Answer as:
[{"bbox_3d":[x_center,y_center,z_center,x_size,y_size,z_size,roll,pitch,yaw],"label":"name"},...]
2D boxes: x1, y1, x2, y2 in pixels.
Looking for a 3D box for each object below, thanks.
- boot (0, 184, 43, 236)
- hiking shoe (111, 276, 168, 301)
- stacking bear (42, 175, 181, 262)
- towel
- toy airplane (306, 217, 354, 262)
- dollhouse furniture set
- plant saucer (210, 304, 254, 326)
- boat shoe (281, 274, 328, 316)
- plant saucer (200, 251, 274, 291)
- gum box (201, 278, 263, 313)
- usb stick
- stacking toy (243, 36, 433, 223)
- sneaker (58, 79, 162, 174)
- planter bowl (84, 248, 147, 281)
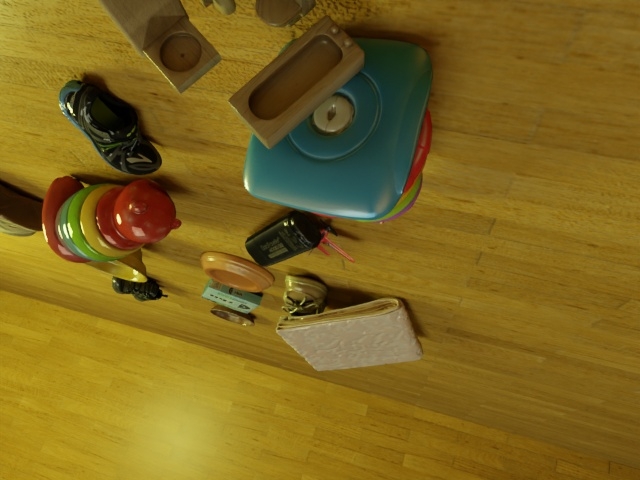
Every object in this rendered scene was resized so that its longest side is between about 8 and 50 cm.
[{"bbox_3d":[-0.817,-0.089,1.324,0.261,0.095,0.203,28,159,-32],"label":"boot"},{"bbox_3d":[-0.604,0.149,1.792,0.114,0.086,0.227,-2,161,13],"label":"hiking shoe"},{"bbox_3d":[-0.390,-0.043,1.022,0.288,0.164,0.175,-6,149,38],"label":"stacking bear"},{"bbox_3d":[0.087,0.251,1.372,0.316,0.054,0.332,-10,147,15],"label":"towel"},{"bbox_3d":[0.000,0.000,0.980,0.151,0.028,0.151,28,155,14],"label":"toy airplane"},{"bbox_3d":[-0.066,-0.172,0.419,0.151,0.144,0.123,48,176,8],"label":"dollhouse furniture set"},{"bbox_3d":[-0.311,0.266,1.905,0.168,0.029,0.168,16,159,6],"label":"plant saucer"},{"bbox_3d":[-0.037,0.163,1.342,0.104,0.089,0.285,12,159,14],"label":"boat shoe"},{"bbox_3d":[-0.217,0.087,1.369,0.199,0.037,0.200,15,160,6],"label":"plant saucer"},{"bbox_3d":[-0.269,0.166,1.601,0.156,0.041,0.184,22,160,-13],"label":"gum box"},{"bbox_3d":[-0.077,0.002,0.997,0.077,0.045,0.278,51,156,-8],"label":"usb stick"},{"bbox_3d":[0.056,-0.078,0.612,0.165,0.175,0.302,12,170,21],"label":"stacking toy"},{"bbox_3d":[-0.293,-0.154,0.774,0.078,0.067,0.188,13,157,28],"label":"sneaker"},{"bbox_3d":[-0.541,0.027,1.392,0.217,0.091,0.217,15,160,6],"label":"planter bowl"}]
